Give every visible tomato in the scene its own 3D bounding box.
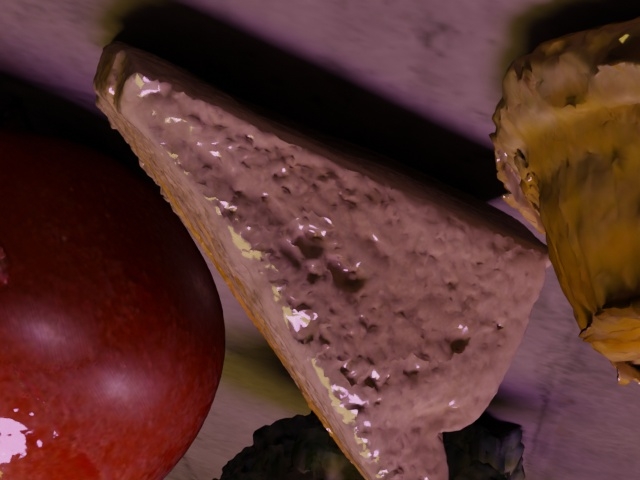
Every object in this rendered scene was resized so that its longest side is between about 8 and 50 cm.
[{"bbox_3d":[-0.115,0.037,0.638,0.167,0.167,0.167,16,163,5],"label":"tomato"}]

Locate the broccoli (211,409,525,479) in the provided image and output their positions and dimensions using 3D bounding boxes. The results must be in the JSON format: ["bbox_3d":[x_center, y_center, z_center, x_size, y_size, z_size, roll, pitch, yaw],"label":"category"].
[{"bbox_3d":[0.058,0.197,0.841,0.177,0.275,0.198,-16,161,-41],"label":"broccoli"}]

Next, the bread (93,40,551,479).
[{"bbox_3d":[-0.015,0.016,0.544,0.152,0.105,0.077,23,-178,-16],"label":"bread"}]

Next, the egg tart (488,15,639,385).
[{"bbox_3d":[0.127,0.006,0.455,0.191,0.074,0.191,15,165,4],"label":"egg tart"}]
